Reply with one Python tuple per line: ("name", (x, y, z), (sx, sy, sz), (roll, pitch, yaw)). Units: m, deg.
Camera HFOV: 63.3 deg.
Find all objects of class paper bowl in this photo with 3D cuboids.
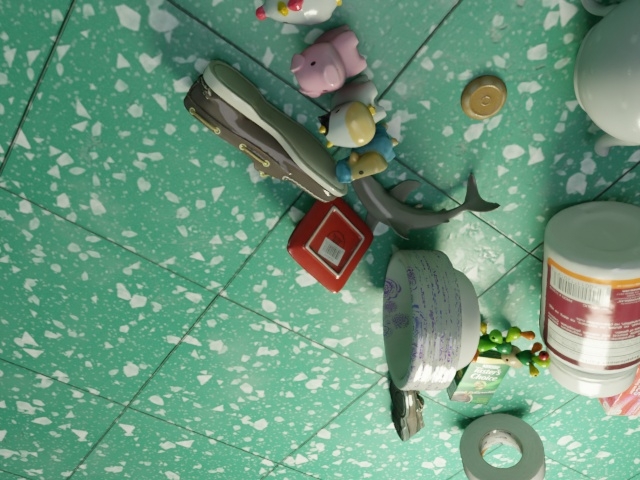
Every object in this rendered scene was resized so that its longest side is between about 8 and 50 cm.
("paper bowl", (0.224, 0.160, 1.063), (0.148, 0.284, 0.284), (1, 125, -7))

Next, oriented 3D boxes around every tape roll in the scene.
("tape roll", (0.494, 0.585, 1.412), (0.219, 0.219, 0.072), (-15, 124, 8))

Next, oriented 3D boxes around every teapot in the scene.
("teapot", (0.498, -0.281, 0.827), (0.253, 0.187, 0.255), (15, 99, -34))

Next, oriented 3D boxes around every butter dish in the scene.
("butter dish", (0.000, 0.000, 1.052), (0.160, 0.118, 0.159), (44, 70, -28))

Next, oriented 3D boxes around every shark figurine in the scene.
("shark figurine", (0.191, -0.045, 1.022), (0.279, 0.116, 0.166), (6, 126, -4))

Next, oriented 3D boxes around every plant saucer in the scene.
("plant saucer", (0.296, -0.254, 0.933), (0.084, 0.015, 0.083), (-1, 125, -1))

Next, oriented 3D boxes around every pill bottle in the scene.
("pill bottle", (0.584, 0.135, 1.093), (0.224, 0.224, 0.392), (-11, 125, 6))

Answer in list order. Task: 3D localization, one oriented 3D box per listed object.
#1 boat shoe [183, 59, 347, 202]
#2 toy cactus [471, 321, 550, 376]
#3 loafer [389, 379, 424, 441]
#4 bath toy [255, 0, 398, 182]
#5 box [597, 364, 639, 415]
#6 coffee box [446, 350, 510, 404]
("boat shoe", (-0.091, -0.172, 0.923), (0.324, 0.116, 0.097), (38, 121, -21))
("toy cactus", (0.438, 0.265, 1.216), (0.219, 0.112, 0.180), (4, 153, 40))
("loafer", (0.240, 0.440, 1.394), (0.084, 0.096, 0.267), (-19, 133, -13))
("bath toy", (0.013, -0.265, 0.834), (0.129, 0.151, 0.348), (-24, 121, 7))
("box", (0.787, 0.274, 1.247), (0.154, 0.142, 0.299), (3, 126, -4))
("coffee box", (0.414, 0.354, 1.354), (0.113, 0.040, 0.184), (9, 125, -9))
